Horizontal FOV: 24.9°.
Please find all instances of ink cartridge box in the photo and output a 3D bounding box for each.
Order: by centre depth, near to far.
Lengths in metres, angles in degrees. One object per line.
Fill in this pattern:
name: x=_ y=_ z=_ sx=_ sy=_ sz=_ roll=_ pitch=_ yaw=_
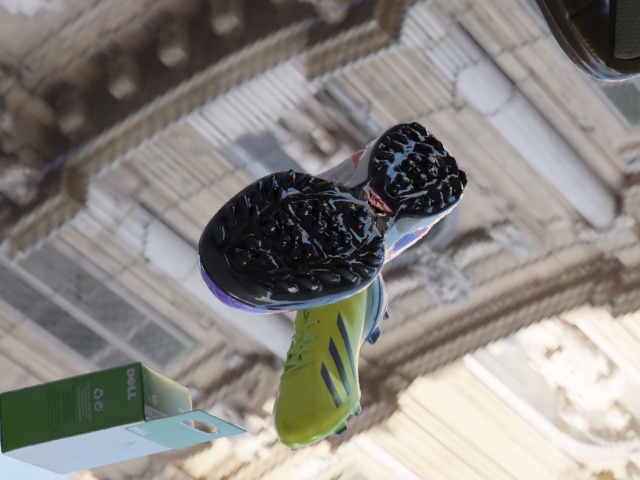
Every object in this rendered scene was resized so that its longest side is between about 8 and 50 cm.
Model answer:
ink cartridge box: x=-0.188 y=0.166 z=1.385 sx=0.209 sy=0.109 sz=0.062 roll=-14 pitch=-114 yaw=17

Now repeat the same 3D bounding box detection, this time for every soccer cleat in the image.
soccer cleat: x=0.000 y=0.000 z=1.116 sx=0.116 sy=0.109 sz=0.318 roll=-44 pitch=173 yaw=36
soccer cleat: x=-0.002 y=0.100 z=1.483 sx=0.093 sy=0.121 sz=0.289 roll=-15 pitch=-154 yaw=24

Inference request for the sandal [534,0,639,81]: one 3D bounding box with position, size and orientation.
sandal: x=0.083 y=-0.161 z=0.641 sx=0.090 sy=0.219 sz=0.060 roll=-24 pitch=165 yaw=-34
